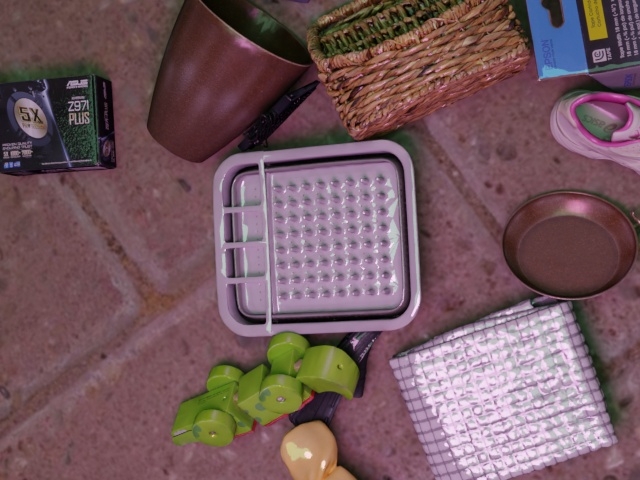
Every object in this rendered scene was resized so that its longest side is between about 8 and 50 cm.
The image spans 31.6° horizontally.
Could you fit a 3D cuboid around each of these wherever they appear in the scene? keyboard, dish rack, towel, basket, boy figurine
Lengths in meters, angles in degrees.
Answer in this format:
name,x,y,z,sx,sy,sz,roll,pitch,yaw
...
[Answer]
name,x,y,z,sx,sy,sz,roll,pitch,yaw
keyboard,-0.066,-0.172,1.707,0.100,0.192,0.038,-31,85,-32
dish rack,0.000,0.000,1.730,0.333,0.072,0.285,-4,87,23
towel,0.273,0.227,1.685,0.284,0.121,0.235,-22,84,11
basket,0.133,-0.304,1.664,0.299,0.213,0.223,-24,86,9
boy figurine,0.033,0.401,1.711,0.092,0.177,0.285,-36,91,-34

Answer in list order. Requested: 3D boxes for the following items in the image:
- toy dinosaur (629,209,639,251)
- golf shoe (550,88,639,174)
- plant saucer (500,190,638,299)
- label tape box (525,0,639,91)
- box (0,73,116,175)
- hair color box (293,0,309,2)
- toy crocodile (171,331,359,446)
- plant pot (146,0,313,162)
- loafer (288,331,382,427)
name,x,y,z,sx,sy,sz,roll,pitch,yaw
toy dinosaur,0.519,-0.019,1.683,0.183,0.053,0.092,-19,102,17
golf shoe,0.484,-0.143,1.638,0.306,0.140,0.115,16,91,9
plant saucer,0.367,0.014,1.670,0.198,0.036,0.198,-5,53,7
label tape box,0.466,-0.351,1.639,0.334,0.106,0.240,-8,76,10
box,-0.431,-0.185,1.835,0.180,0.077,0.147,-3,88,10
hair color box,-0.188,-0.504,1.777,0.374,0.113,0.185,12,91,10
toy crocodile,-0.094,0.240,1.724,0.340,0.115,0.105,-28,122,28
plant pot,-0.163,-0.240,1.738,0.215,0.215,0.230,39,110,9
loafer,0.039,0.211,1.750,0.078,0.076,0.223,37,100,4
